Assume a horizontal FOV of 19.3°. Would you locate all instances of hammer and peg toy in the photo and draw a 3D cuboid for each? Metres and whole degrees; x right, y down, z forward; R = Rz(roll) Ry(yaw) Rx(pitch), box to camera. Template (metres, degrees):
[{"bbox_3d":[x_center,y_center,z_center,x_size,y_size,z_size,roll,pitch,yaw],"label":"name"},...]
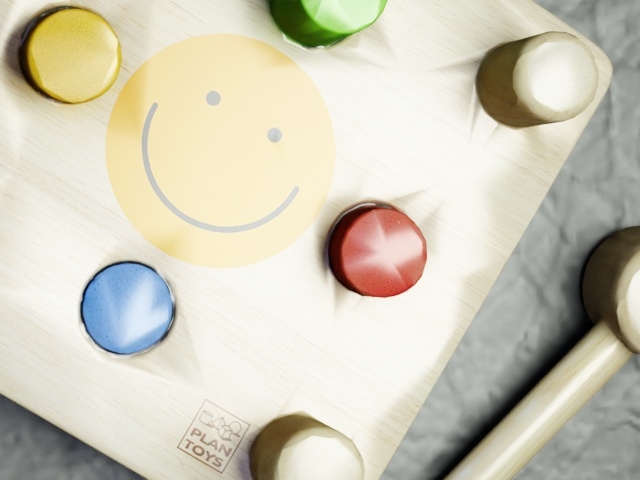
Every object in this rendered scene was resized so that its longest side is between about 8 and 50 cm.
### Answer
[{"bbox_3d":[0.000,0.000,0.775,0.361,0.127,0.266,33,83,-12],"label":"hammer and peg toy"}]
